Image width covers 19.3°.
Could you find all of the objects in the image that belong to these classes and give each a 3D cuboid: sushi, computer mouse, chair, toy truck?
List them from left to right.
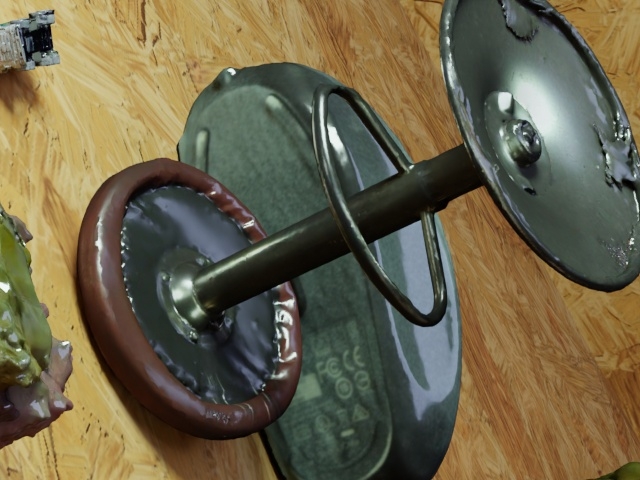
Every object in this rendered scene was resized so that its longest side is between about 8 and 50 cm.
[{"bbox_3d":[-0.212,0.028,0.954,0.161,0.107,0.241,65,15,16],"label":"sushi"},{"bbox_3d":[-0.214,-0.140,1.332,0.083,0.044,0.039,-46,131,-73],"label":"toy truck"},{"bbox_3d":[0.000,0.000,1.289,0.226,0.401,0.226,31,46,-39],"label":"chair"},{"bbox_3d":[0.004,0.036,1.514,0.114,0.203,0.373,-6,77,-54],"label":"computer mouse"}]

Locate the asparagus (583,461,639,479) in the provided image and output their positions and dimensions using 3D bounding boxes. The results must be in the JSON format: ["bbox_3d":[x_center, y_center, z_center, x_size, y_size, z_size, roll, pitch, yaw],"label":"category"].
[{"bbox_3d":[0.202,0.189,1.255,0.080,0.080,0.287,67,16,8],"label":"asparagus"}]
